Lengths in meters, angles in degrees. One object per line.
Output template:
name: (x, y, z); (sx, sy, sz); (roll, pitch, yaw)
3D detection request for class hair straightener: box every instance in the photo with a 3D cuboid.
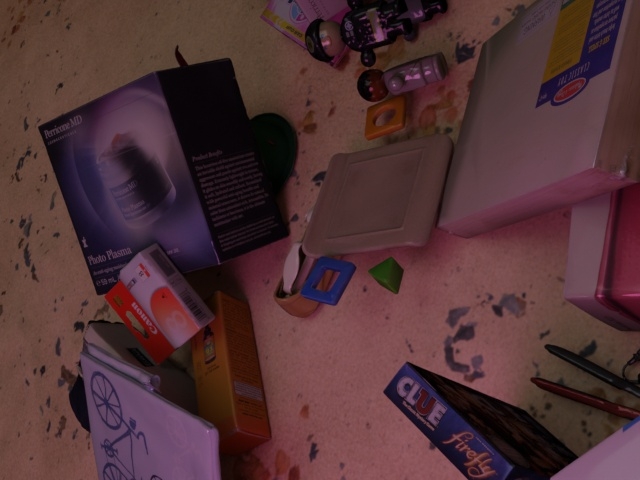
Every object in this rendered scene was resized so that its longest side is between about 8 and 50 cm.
hair straightener: (0.337, 0.149, 0.983); (0.230, 0.047, 0.089); (17, 83, 45)

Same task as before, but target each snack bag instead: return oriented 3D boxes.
snack bag: (-0.230, 0.337, 1.323); (0.342, 0.037, 0.323); (16, 116, 45)

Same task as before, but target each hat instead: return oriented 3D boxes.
hat: (-0.168, -0.166, 1.497); (0.173, 0.183, 0.208); (-55, 45, 9)

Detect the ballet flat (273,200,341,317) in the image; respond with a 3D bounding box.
ballet flat: (0.000, 0.000, 1.346); (0.080, 0.073, 0.232); (17, 83, 45)

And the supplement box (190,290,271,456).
supplement box: (-0.139, 0.196, 1.384); (0.078, 0.080, 0.233); (-32, 54, 28)

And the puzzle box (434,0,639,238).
puzzle box: (0.254, -0.157, 1.046); (0.409, 0.052, 0.272); (155, 133, -75)

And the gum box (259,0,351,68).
gum box: (-0.007, -0.368, 1.528); (0.107, 0.062, 0.188); (-55, 45, 8)

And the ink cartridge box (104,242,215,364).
ink cartridge box: (-0.258, 0.106, 1.399); (0.145, 0.045, 0.179); (51, 128, 1)

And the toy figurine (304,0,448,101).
toy figurine: (0.081, -0.315, 1.317); (0.148, 0.209, 0.213); (-12, 64, 26)

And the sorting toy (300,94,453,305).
sorting toy: (0.084, -0.055, 1.276); (0.196, 0.047, 0.348); (-5, 54, 37)

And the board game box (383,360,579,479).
board game box: (0.193, 0.212, 0.948); (0.042, 0.243, 0.165); (-56, 45, 7)

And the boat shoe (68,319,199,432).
boat shoe: (-0.291, 0.271, 1.478); (0.340, 0.127, 0.158); (37, 112, 47)

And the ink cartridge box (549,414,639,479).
ink cartridge box: (0.351, 0.244, 0.795); (0.171, 0.232, 0.168); (-43, 50, 20)

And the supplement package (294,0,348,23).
supplement package: (0.048, -0.500, 1.404); (0.293, 0.177, 0.175); (-32, 49, 9)

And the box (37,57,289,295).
box: (-0.251, -0.095, 1.455); (0.296, 0.183, 0.294); (-15, 95, 38)

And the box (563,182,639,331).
box: (0.384, 0.017, 0.927); (0.232, 0.148, 0.127); (-5, 69, 42)
